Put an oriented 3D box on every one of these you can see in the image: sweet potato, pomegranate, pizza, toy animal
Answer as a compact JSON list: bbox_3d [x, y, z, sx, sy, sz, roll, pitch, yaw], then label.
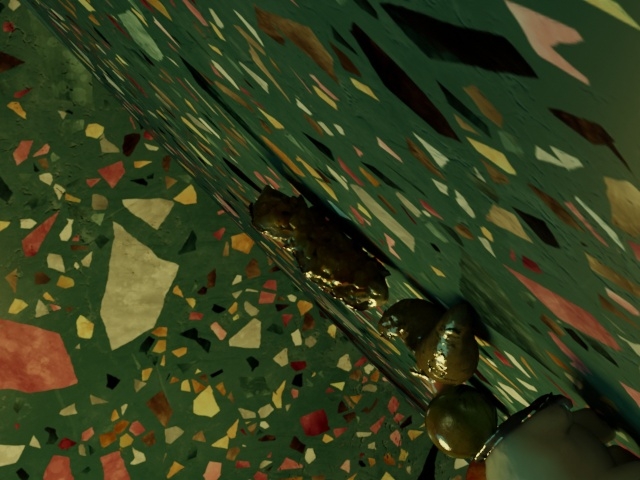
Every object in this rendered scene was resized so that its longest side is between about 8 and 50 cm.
[{"bbox_3d":[0.166,0.143,1.795,0.124,0.098,0.310,52,170,-8],"label":"sweet potato"},{"bbox_3d":[0.238,0.292,2.266,0.152,0.131,0.191,48,-162,-84],"label":"pomegranate"},{"bbox_3d":[0.000,0.000,1.960,0.305,0.086,0.161,43,-164,32],"label":"pizza"},{"bbox_3d":[0.317,0.333,1.458,0.310,0.247,0.183,56,162,20],"label":"toy animal"}]

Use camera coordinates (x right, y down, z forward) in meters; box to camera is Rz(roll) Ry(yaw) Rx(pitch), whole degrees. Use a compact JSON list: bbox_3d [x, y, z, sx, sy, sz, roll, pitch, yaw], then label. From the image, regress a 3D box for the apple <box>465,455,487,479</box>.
[{"bbox_3d":[0.358,0.445,2.271,0.195,0.160,0.173,46,170,0],"label":"apple"}]
